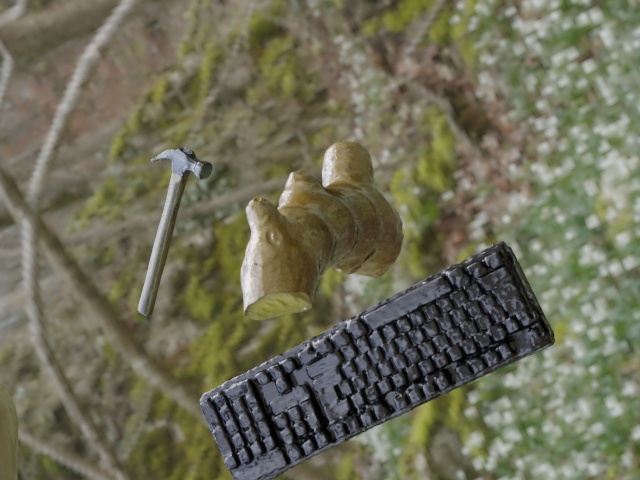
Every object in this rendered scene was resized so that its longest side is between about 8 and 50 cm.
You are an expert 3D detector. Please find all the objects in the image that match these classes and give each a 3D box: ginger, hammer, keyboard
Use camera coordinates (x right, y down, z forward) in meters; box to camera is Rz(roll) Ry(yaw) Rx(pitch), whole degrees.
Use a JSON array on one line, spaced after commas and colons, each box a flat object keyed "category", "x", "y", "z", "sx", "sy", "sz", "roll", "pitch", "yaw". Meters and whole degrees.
[{"category": "ginger", "x": 0.003, "y": -0.001, "z": 1.201, "sx": 0.118, "sy": 0.065, "sz": 0.299, "roll": 65, "pitch": -160, "yaw": -5}, {"category": "hammer", "x": -0.152, "y": -0.008, "z": 1.495, "sx": 0.062, "sy": 0.182, "sz": 0.017, "roll": 33, "pitch": -151, "yaw": 29}, {"category": "keyboard", "x": 0.030, "y": 0.082, "z": 0.975, "sx": 0.072, "sy": 0.231, "sz": 0.023, "roll": 64, "pitch": -164, "yaw": 6}]

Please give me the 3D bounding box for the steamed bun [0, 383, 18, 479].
[{"category": "steamed bun", "x": -0.340, "y": 0.233, "z": 1.356, "sx": 0.152, "sy": 0.170, "sz": 0.238, "roll": 52, "pitch": -145, "yaw": -68}]
